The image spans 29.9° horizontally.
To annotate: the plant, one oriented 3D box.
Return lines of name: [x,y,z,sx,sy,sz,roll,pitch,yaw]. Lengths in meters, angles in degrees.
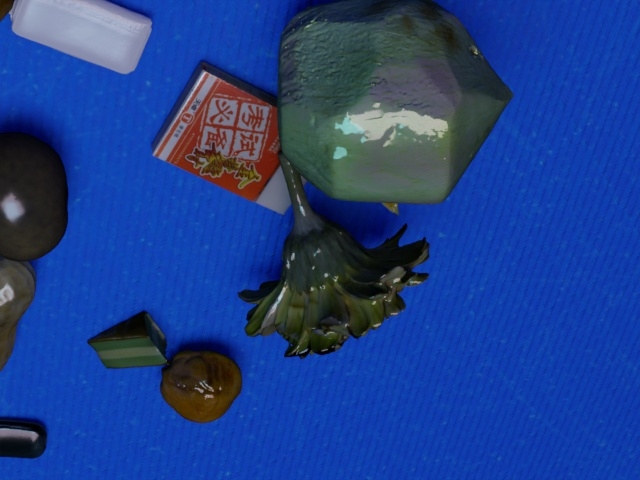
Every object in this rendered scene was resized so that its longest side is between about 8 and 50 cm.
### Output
plant: [0.011,0.044,1.761,0.306,0.261,0.297,-17,136,5]

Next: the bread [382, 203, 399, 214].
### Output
bread: [0.110,-0.099,1.823,0.080,0.084,0.109,-38,120,16]

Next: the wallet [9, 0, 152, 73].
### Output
wallet: [-0.332,-0.297,1.653,0.190,0.033,0.095,17,116,-20]

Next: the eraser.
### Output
eraser: [-0.113,-0.147,1.780,0.230,0.038,0.157,24,115,-23]

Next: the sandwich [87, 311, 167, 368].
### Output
sandwich: [-0.312,0.180,1.928,0.116,0.074,0.074,-27,122,7]

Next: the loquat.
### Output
loquat: [-0.198,0.233,1.967,0.137,0.113,0.137,8,140,6]

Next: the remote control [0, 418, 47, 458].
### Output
remote control: [-0.568,0.331,1.996,0.222,0.042,0.072,3,123,-12]

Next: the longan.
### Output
longan: [-0.433,-0.060,1.702,0.167,0.167,0.187,-20,115,3]

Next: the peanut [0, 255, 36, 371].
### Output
peanut: [-0.523,0.130,1.839,0.125,0.111,0.274,20,116,-16]

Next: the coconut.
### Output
coconut: [0.102,-0.196,1.641,0.328,0.328,0.281,-5,130,-7]

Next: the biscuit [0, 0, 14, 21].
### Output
biscuit: [-0.576,-0.299,1.577,0.291,0.062,0.237,-40,125,21]
